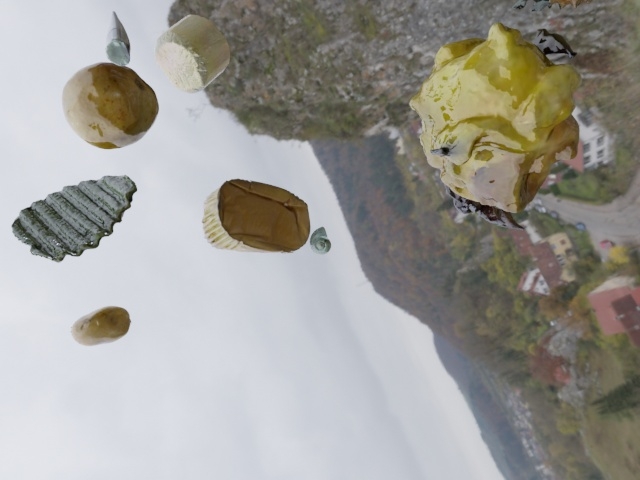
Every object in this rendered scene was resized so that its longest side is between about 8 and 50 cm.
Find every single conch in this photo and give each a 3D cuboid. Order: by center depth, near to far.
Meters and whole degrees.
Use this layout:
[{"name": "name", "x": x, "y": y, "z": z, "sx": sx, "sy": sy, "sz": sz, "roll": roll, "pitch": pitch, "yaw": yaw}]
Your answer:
[{"name": "conch", "x": -0.004, "y": 0.001, "z": 1.408, "sx": 0.085, "sy": 0.056, "sz": 0.076, "roll": -161, "pitch": 63, "yaw": -72}]

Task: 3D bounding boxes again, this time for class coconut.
[{"name": "coconut", "x": -0.444, "y": -0.664, "z": 1.790, "sx": 0.239, "sy": 0.239, "sz": 0.244, "roll": 59, "pitch": -142, "yaw": -31}]

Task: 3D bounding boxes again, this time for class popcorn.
[{"name": "popcorn", "x": 0.295, "y": -0.197, "z": 0.865, "sx": 0.297, "sy": 0.280, "sz": 0.316, "roll": -4, "pitch": 112, "yaw": 65}]

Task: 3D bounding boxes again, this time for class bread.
[{"name": "bread", "x": -0.181, "y": -0.055, "z": 1.404, "sx": 0.288, "sy": 0.156, "sz": 0.204, "roll": 3, "pitch": -102, "yaw": -31}]

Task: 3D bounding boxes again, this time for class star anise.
[{"name": "star anise", "x": 0.408, "y": -0.100, "z": 1.333, "sx": 0.271, "sy": 0.103, "sz": 0.272, "roll": 23, "pitch": -146, "yaw": -16}]

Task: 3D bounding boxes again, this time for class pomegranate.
[{"name": "pomegranate", "x": -0.541, "y": -0.350, "z": 1.307, "sx": 0.233, "sy": 0.233, "sz": 0.233, "roll": 61, "pitch": -170, "yaw": -19}]

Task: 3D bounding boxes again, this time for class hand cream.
[{"name": "hand cream", "x": -0.438, "y": -0.436, "z": 1.098, "sx": 0.255, "sy": 0.048, "sz": 0.080, "roll": -118, "pitch": 17, "yaw": -52}]

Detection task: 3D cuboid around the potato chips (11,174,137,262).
[{"name": "potato chips", "x": -0.755, "y": -0.091, "z": 1.566, "sx": 0.429, "sy": 0.358, "sz": 0.070, "roll": 24, "pitch": 148, "yaw": 39}]

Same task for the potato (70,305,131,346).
[{"name": "potato", "x": -0.693, "y": 0.271, "z": 1.599, "sx": 0.119, "sy": 0.178, "sz": 0.109, "roll": 68, "pitch": 158, "yaw": 16}]

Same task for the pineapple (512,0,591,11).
[{"name": "pineapple", "x": 0.347, "y": -0.392, "z": 0.738, "sx": 0.130, "sy": 0.119, "sz": 0.277, "roll": 55, "pitch": -157, "yaw": -15}]
